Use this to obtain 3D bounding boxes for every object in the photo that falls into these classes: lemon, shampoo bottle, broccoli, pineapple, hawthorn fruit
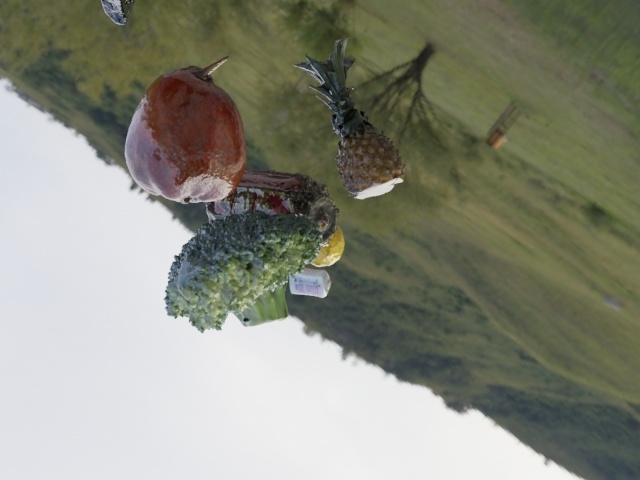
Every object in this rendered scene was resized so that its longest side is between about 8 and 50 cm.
[{"bbox_3d":[0.000,0.000,1.938,0.114,0.114,0.155,33,-164,-24],"label":"lemon"},{"bbox_3d":[-0.022,0.099,1.921,0.099,0.072,0.043,7,-150,17],"label":"shampoo bottle"},{"bbox_3d":[-0.114,0.043,1.183,0.226,0.176,0.198,2,-170,-13],"label":"broccoli"},{"bbox_3d":[0.055,-0.212,1.392,0.130,0.119,0.278,-14,-102,-41],"label":"pineapple"},{"bbox_3d":[-0.222,-0.196,1.384,0.210,0.263,0.210,14,-177,-1],"label":"hawthorn fruit"}]

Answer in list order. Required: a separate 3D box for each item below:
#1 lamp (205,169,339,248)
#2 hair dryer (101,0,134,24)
[{"bbox_3d":[-0.096,-0.051,1.581,0.273,0.177,0.177,7,171,37],"label":"lamp"},{"bbox_3d":[-0.184,-0.418,1.212,0.302,0.244,0.116,19,169,-16],"label":"hair dryer"}]
